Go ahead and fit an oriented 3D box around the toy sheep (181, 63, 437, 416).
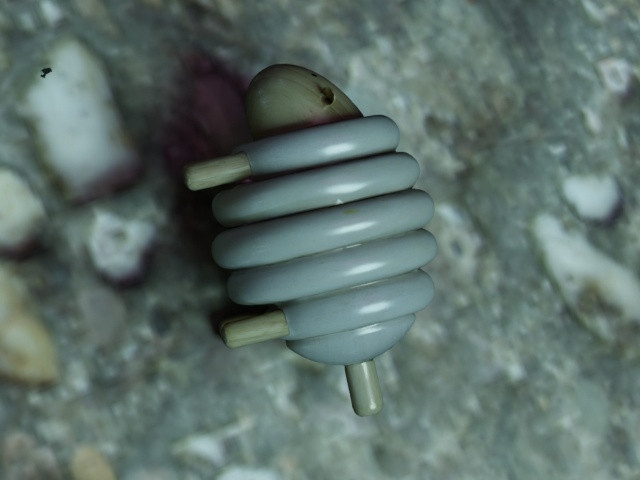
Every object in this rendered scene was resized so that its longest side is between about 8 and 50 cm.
[{"bbox_3d":[0.000,0.000,0.679,0.091,0.091,0.132,-15,96,-26],"label":"toy sheep"}]
